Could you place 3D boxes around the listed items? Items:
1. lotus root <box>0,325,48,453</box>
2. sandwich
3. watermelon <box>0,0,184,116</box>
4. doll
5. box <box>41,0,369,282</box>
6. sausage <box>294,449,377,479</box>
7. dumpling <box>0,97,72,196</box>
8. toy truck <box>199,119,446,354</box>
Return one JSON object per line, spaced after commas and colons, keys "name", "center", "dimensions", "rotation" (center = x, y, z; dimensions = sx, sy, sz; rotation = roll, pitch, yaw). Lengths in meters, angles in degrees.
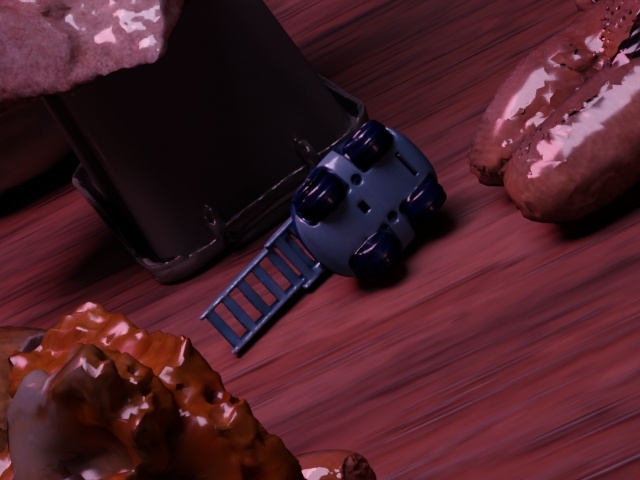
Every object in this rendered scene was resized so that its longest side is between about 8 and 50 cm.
{"name": "lotus root", "center": [-0.154, 0.104, 0.937], "dimensions": [0.081, 0.122, 0.112], "rotation": [-15, 6, 19]}
{"name": "sandwich", "center": [-0.054, 0.128, 0.711], "dimensions": [0.109, 0.212, 0.292], "rotation": [-28, 9, -25]}
{"name": "watermelon", "center": [-0.155, -0.176, 1.121], "dimensions": [0.310, 0.193, 0.232], "rotation": [-26, 5, -11]}
{"name": "doll", "center": [0.183, -0.144, 0.958], "dimensions": [0.303, 0.156, 0.201], "rotation": [-40, 33, -5]}
{"name": "box", "center": [-0.094, -0.097, 1.194], "dimensions": [0.163, 0.135, 0.243], "rotation": [-36, 27, -5]}
{"name": "sausage", "center": [-0.055, 0.129, 0.863], "dimensions": [0.177, 0.040, 0.047], "rotation": [-20, 2, 24]}
{"name": "dumpling", "center": [-0.229, -0.118, 1.399], "dimensions": [0.318, 0.187, 0.243], "rotation": [-26, -10, 11]}
{"name": "toy truck", "center": [0.000, 0.000, 1.014], "dimensions": [0.136, 0.063, 0.074], "rotation": [-45, 9, -20]}
